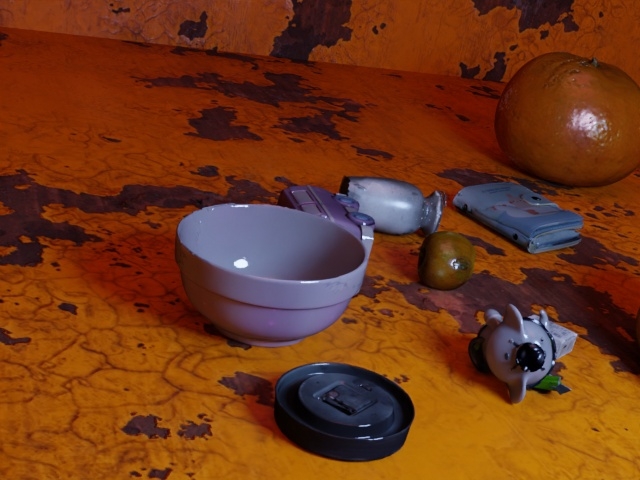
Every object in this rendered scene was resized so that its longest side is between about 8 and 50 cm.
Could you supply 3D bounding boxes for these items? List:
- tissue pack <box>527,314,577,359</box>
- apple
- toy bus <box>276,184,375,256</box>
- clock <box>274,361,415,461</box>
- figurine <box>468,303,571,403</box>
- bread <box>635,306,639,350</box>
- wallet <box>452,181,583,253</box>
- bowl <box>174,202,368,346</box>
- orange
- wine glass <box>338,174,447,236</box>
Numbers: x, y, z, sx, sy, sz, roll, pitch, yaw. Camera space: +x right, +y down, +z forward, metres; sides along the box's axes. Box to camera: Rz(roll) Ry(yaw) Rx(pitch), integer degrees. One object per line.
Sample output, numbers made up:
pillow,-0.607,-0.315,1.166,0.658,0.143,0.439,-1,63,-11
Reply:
tissue pack,0.364,0.156,1.559,0.083,0.042,0.062,26,28,34
apple,0.229,0.036,1.725,0.102,0.099,0.114,11,18,-5
toy bus,0.000,0.000,1.653,0.142,0.141,0.202,9,20,-19
clock,0.029,0.220,1.241,0.185,0.040,0.184,9,22,-4
figurine,0.287,0.159,1.411,0.126,0.147,0.192,-11,5,-4
bread,0.687,0.127,1.510,0.329,0.245,0.424,11,17,0
wallet,0.430,-0.054,2.089,0.176,0.075,0.250,-10,29,-31
bowl,-0.081,0.060,1.446,0.287,0.143,0.287,9,23,-4
orange,0.668,-0.326,2.537,0.424,0.326,0.424,8,23,-3
wine glass,0.139,-0.069,1.924,0.205,0.111,0.111,9,21,-11
